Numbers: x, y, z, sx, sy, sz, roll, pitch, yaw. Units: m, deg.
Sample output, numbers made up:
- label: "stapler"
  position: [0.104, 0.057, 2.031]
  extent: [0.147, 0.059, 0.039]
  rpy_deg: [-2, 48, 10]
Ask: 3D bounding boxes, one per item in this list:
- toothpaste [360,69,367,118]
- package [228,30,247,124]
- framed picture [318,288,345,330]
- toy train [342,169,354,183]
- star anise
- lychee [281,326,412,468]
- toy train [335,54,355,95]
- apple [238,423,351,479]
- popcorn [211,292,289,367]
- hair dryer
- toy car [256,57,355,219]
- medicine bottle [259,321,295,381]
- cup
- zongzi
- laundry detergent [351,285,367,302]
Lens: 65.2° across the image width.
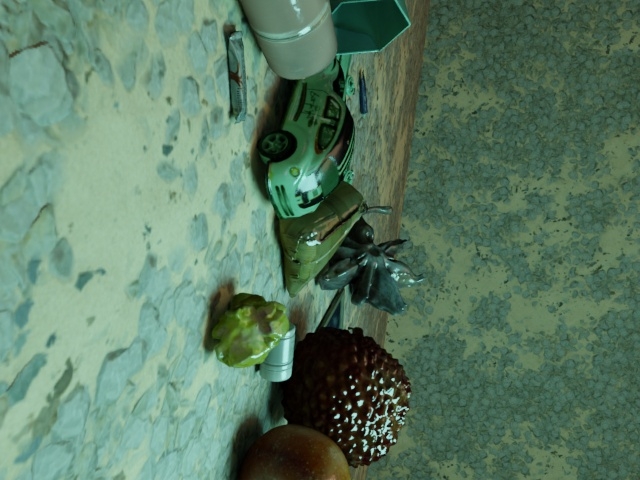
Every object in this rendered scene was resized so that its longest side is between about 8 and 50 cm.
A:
- label: "toothpaste"
  position: [0.119, -0.401, 1.389]
  extent: [0.037, 0.021, 0.140]
  rpy_deg: [-78, 166, -46]
- label: "package"
  position: [-0.102, -0.201, 0.622]
  extent: [0.037, 0.015, 0.110]
  rpy_deg: [-56, 149, -59]
- label: "framed picture"
  position: [0.024, 0.280, 1.397]
  extent: [0.281, 0.019, 0.209]
  rpy_deg: [-53, 148, -62]
- label: "toy train"
  position: [0.007, -0.140, 0.985]
  extent: [0.132, 0.083, 0.200]
  rpy_deg: [-58, 155, -34]
- label: "star anise"
  position: [0.125, 0.061, 1.282]
  extent: [0.359, 0.316, 0.139]
  rpy_deg: [-15, 154, -35]
- label: "lychee"
  position: [0.050, 0.300, 1.015]
  extent: [0.264, 0.264, 0.300]
  rpy_deg: [81, 20, -50]
- label: "toy train"
  position: [0.032, -0.355, 0.977]
  extent: [0.099, 0.070, 0.172]
  rpy_deg: [34, 64, -63]
- label: "apple"
  position: [-0.039, 0.408, 0.848]
  extent: [0.162, 0.201, 0.201]
  rpy_deg: [-15, 114, -60]
- label: "popcorn"
  position: [-0.100, 0.125, 0.687]
  extent: [0.097, 0.089, 0.109]
  rpy_deg: [-39, -160, 56]
- label: "hair dryer"
  position: [-0.037, -0.408, 0.654]
  extent: [0.189, 0.106, 0.344]
  rpy_deg: [59, 32, -66]
- label: "toy car"
  position: [-0.004, -0.178, 0.809]
  extent: [0.136, 0.125, 0.306]
  rpy_deg: [73, 30, -59]
- label: "medicine bottle"
  position: [-0.075, 0.189, 0.863]
  extent: [0.058, 0.058, 0.091]
  rpy_deg: [-34, 131, -72]
- label: "cup"
  position: [0.045, -0.428, 0.775]
  extent: [0.134, 0.148, 0.236]
  rpy_deg: [110, -29, -76]
- label: "zongzi"
  position: [0.000, 0.000, 0.937]
  extent: [0.194, 0.099, 0.197]
  rpy_deg: [-37, 148, -33]
- label: "laundry detergent"
  position: [0.131, 0.094, 1.595]
  extent: [0.290, 0.094, 0.143]
  rpy_deg: [63, 43, -62]
